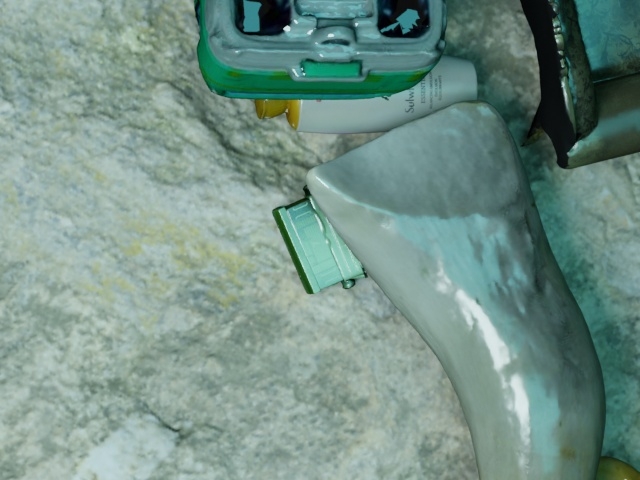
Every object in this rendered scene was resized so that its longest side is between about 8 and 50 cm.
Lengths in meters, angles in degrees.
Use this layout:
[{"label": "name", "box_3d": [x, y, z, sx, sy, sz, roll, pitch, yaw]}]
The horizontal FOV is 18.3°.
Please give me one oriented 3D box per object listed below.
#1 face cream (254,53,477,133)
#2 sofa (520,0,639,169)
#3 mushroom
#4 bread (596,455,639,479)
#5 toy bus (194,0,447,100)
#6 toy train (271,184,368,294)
[{"label": "face cream", "box_3d": [0.037, -0.124, 1.633, 0.182, 0.051, 0.072, -1, 93, -11]}, {"label": "sofa", "box_3d": [0.249, -0.202, 1.609, 0.200, 0.182, 0.258, -14, 94, -12]}, {"label": "mushroom", "box_3d": [0.137, 0.094, 1.604, 0.177, 0.126, 0.397, -25, 89, -22]}, {"label": "bread", "box_3d": [0.221, 0.298, 1.669, 0.134, 0.081, 0.225, 36, 84, -12]}, {"label": "toy bus", "box_3d": [-0.009, -0.272, 1.524, 0.183, 0.199, 0.344, 1, 79, -10]}, {"label": "toy train", "box_3d": [0.000, 0.000, 1.637, 0.056, 0.038, 0.093, -24, 96, -8]}]
